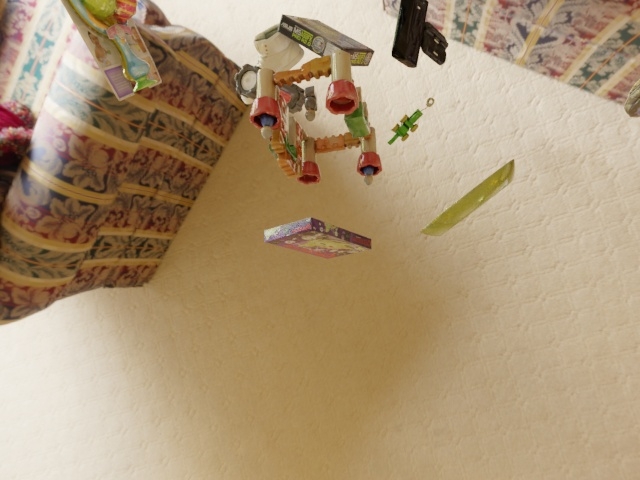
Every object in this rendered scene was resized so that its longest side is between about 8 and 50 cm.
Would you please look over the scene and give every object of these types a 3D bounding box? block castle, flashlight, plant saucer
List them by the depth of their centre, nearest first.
[{"bbox_3d":[0.317,-0.079,0.925,0.241,0.241,0.037,-39,81,8],"label":"plant saucer"},{"bbox_3d":[0.002,-0.316,1.302,0.302,0.453,0.213,-6,71,15],"label":"block castle"},{"bbox_3d":[-0.156,-0.492,1.458,0.103,0.304,0.103,-14,84,25],"label":"flashlight"}]

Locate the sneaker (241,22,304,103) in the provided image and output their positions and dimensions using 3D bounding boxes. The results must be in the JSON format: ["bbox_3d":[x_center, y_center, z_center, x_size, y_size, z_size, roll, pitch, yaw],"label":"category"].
[{"bbox_3d":[-0.214,-0.646,1.578,0.292,0.169,0.108,-43,53,7],"label":"sneaker"}]

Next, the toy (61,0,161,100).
[{"bbox_3d":[-0.306,-0.341,0.641,0.056,0.137,0.238,-10,118,17],"label":"toy"}]

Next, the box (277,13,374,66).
[{"bbox_3d":[0.021,-0.682,1.493,0.270,0.216,0.060,38,126,19],"label":"box"}]

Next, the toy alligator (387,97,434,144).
[{"bbox_3d":[0.278,-0.370,1.348,0.056,0.051,0.189,39,120,-12],"label":"toy alligator"}]

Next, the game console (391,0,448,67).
[{"bbox_3d":[0.361,-0.697,1.525,0.043,0.361,0.213,16,100,36],"label":"game console"}]

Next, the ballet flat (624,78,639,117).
[{"bbox_3d":[0.489,-0.247,0.535,0.249,0.084,0.058,-37,65,19],"label":"ballet flat"}]

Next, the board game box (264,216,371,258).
[{"bbox_3d":[0.000,0.000,1.511,0.208,0.346,0.056,-9,74,38],"label":"board game box"}]
